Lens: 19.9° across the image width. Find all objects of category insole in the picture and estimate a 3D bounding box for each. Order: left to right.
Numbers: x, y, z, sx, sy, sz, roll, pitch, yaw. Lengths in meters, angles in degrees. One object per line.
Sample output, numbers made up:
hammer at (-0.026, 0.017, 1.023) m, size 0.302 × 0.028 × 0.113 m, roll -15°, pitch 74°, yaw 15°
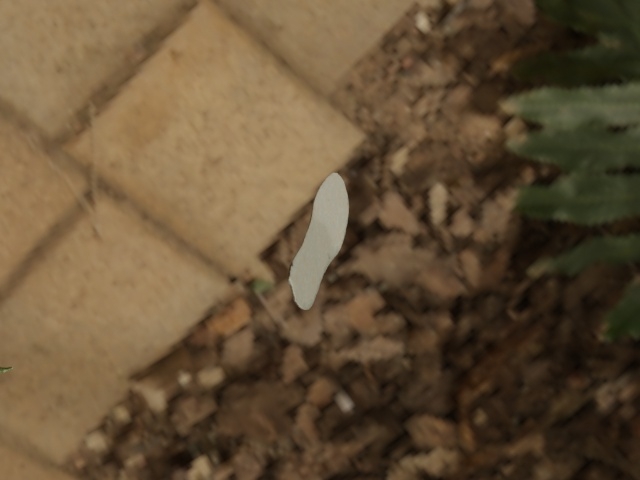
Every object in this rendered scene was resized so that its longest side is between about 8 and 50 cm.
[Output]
insole at (0.000, 0.000, 1.848) m, size 0.004 × 0.197 × 0.065 m, roll -11°, pitch 124°, yaw 26°

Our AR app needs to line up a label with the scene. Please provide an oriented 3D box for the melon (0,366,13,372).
melon at (-0.427, 0.126, 1.693) m, size 0.287 × 0.182 × 0.182 m, roll 0°, pitch 124°, yaw 1°
